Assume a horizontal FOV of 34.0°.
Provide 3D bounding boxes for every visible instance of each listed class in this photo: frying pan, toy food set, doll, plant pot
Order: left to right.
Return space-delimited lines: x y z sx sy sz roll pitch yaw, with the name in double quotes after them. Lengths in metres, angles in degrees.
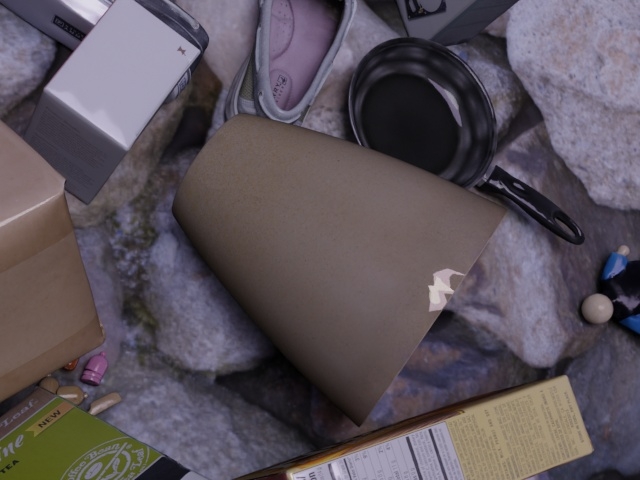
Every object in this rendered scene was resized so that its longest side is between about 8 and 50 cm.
-0.245 0.115 1.000 0.078 0.019 0.122 -27 79 -28 "toy food set"
0.000 0.000 1.038 0.274 0.256 0.256 35 63 7 "plant pot"
0.174 -0.123 1.238 0.326 0.053 0.197 17 69 -21 "frying pan"
0.400 0.064 1.288 0.189 0.046 0.129 -15 81 -27 "doll"

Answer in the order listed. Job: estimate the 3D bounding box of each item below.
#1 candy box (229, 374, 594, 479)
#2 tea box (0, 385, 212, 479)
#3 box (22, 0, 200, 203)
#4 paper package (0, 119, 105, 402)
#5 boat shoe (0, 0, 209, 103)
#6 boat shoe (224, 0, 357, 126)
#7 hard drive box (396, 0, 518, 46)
0.082 0.222 1.021 0.316 0.183 0.087 -14 80 -27 "candy box"
-0.145 0.325 0.755 0.220 0.323 0.329 -40 121 -29 "tea box"
-0.207 -0.131 1.001 0.091 0.170 0.130 36 63 -11 "box"
-0.382 0.021 0.804 0.325 0.168 0.309 -30 48 -27 "paper package"
-0.246 -0.267 1.061 0.301 0.108 0.102 35 64 -14 "boat shoe"
-0.017 -0.250 1.159 0.118 0.103 0.320 26 66 -16 "boat shoe"
0.167 -0.351 1.199 0.089 0.232 0.181 -15 81 -27 "hard drive box"
